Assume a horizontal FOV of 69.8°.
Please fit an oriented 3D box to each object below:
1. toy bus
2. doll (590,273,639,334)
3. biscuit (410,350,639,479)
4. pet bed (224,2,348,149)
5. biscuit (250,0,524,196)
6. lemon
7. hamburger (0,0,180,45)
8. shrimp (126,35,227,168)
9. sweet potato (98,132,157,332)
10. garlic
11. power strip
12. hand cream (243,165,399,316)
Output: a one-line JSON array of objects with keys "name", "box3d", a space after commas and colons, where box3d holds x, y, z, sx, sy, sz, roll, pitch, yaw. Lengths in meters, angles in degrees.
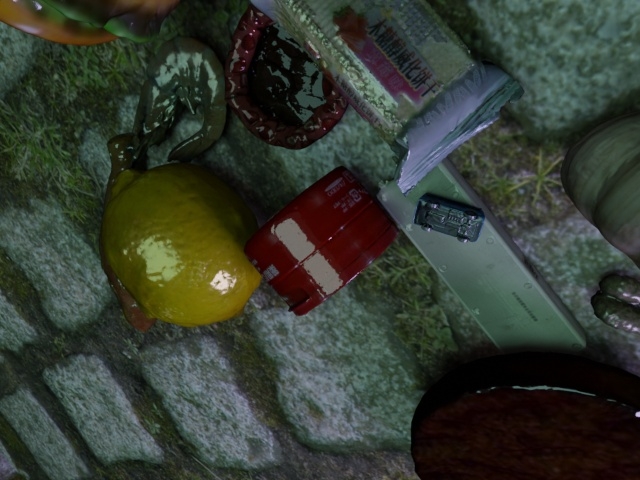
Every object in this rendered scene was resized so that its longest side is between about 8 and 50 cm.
[{"name": "toy bus", "box3d": [0.163, -0.030, 0.577, 0.083, 0.046, 0.038, 19, 120, 19]}, {"name": "doll", "box3d": [0.482, 0.134, 0.532, 0.285, 0.091, 0.203, -3, 79, 15]}, {"name": "biscuit", "box3d": [0.333, 0.320, 0.670, 0.406, 0.091, 0.408, 12, 127, 15]}, {"name": "pet bed", "box3d": [-0.048, -0.223, 0.635, 0.201, 0.053, 0.201, 13, 123, 21]}, {"name": "biscuit", "box3d": [0.073, -0.229, 0.535, 0.186, 0.079, 0.309, -40, 92, 0]}, {"name": "lemon", "box3d": [-0.211, 0.004, 0.717, 0.233, 0.233, 0.288, -36, 99, 33]}, {"name": "hamburger", "box3d": [-0.259, -0.400, 0.458, 0.277, 0.396, 0.396, -13, 107, 23]}, {"name": "shrimp", "box3d": [-0.223, -0.194, 0.732, 0.145, 0.059, 0.254, 30, 118, -1]}, {"name": "sweet potato", "box3d": [-0.362, -0.004, 0.862, 0.109, 0.109, 0.386, 6, 110, 23]}, {"name": "garlic", "box3d": [0.364, -0.071, 0.426, 0.218, 0.218, 0.212, 38, 124, 5]}, {"name": "power strip", "box3d": [0.215, 0.026, 0.632, 0.106, 0.043, 0.367, -37, 95, 33]}, {"name": "hand cream", "box3d": [0.000, 0.000, 0.634, 0.125, 0.193, 0.193, 50, 124, 1]}]
